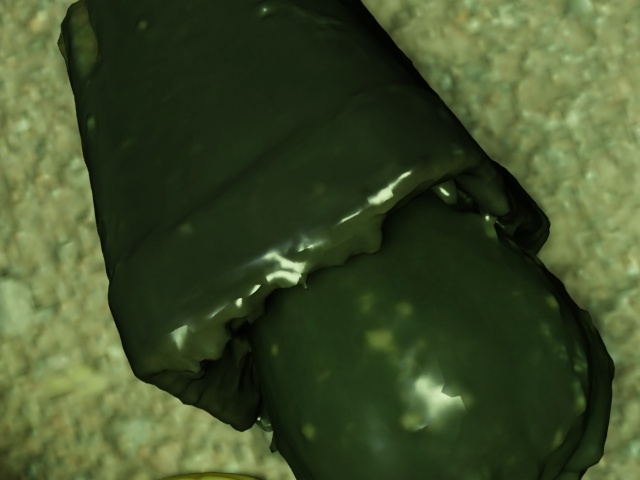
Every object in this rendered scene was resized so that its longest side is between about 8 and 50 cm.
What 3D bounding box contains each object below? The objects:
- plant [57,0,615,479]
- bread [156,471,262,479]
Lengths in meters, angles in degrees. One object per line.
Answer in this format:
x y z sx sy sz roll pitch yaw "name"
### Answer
0.000 0.000 0.654 0.142 0.164 0.256 -36 67 7 "plant"
-0.046 0.147 0.730 0.110 0.024 0.110 0 91 13 "bread"
